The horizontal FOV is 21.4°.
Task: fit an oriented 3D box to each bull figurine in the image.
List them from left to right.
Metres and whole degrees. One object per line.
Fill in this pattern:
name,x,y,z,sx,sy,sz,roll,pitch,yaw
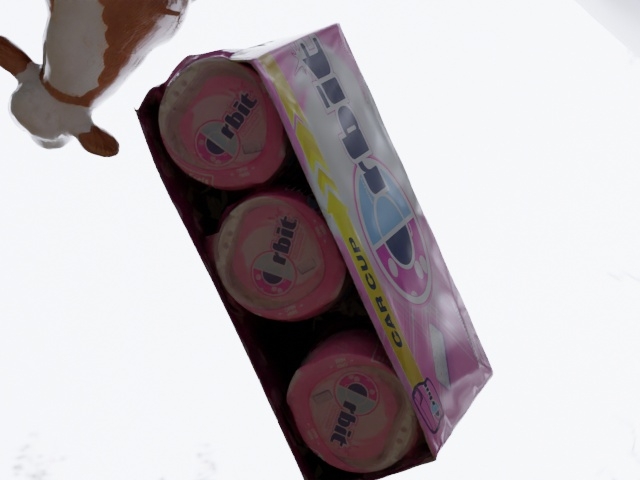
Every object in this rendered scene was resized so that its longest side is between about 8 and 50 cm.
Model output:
bull figurine,-0.114,-0.198,1.025,0.101,0.188,0.310,21,-57,17

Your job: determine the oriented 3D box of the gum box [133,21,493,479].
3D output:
gum box,0.000,0.000,0.726,0.062,0.107,0.188,-22,-84,23

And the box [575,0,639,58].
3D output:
box,0.248,-0.176,0.496,0.345,0.168,0.215,-57,-146,0
